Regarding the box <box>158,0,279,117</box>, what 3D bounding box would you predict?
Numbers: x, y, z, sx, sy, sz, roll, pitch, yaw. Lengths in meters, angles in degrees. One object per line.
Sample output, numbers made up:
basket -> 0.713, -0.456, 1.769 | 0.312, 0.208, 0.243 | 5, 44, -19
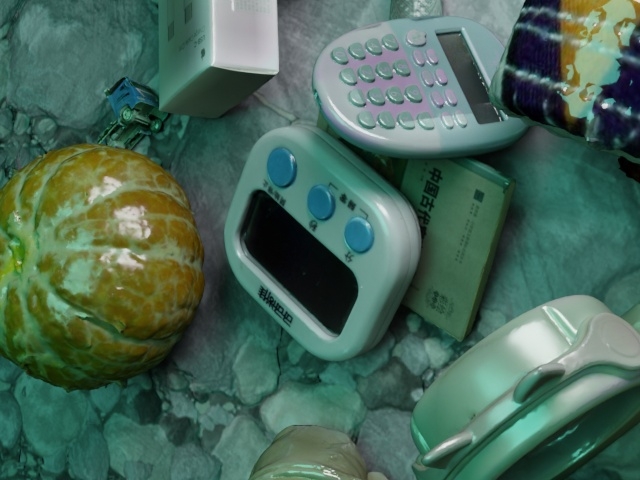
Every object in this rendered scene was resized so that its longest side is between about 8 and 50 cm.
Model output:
box -> -0.138, -0.311, 1.376 | 0.203, 0.106, 0.252 | -18, 72, 60

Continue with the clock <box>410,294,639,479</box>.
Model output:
clock -> 0.207, 0.158, 1.000 | 0.265, 0.324, 0.109 | -41, 63, 17

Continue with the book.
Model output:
book -> 0.089, -0.038, 1.235 | 0.282, 0.025, 0.215 | 31, 124, 34

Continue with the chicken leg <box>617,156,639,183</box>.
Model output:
chicken leg -> 0.369, -0.137, 1.118 | 0.089, 0.048, 0.219 | 4, 83, 29

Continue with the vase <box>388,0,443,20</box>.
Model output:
vase -> 0.116, -0.250, 1.270 | 0.096, 0.096, 0.219 | -4, 76, 30

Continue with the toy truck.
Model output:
toy truck -> -0.306, -0.158, 1.525 | 0.175, 0.067, 0.081 | -44, 56, 21

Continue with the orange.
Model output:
orange -> -0.302, 0.033, 1.377 | 0.329, 0.249, 0.329 | -9, 72, 29

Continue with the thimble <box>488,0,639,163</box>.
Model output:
thimble -> 0.294, -0.157, 1.018 | 0.237, 0.237, 0.150 | 26, 99, 32

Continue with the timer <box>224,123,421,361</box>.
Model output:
timer -> 0.000, 0.000, 1.255 | 0.262, 0.087, 0.237 | 43, 129, 28

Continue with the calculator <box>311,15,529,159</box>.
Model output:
calculator -> 0.132, -0.172, 1.161 | 0.041, 0.298, 0.186 | 119, 135, -55

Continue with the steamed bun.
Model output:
steamed bun -> -0.014, 0.331, 1.206 | 0.211, 0.144, 0.218 | 16, 90, 32
